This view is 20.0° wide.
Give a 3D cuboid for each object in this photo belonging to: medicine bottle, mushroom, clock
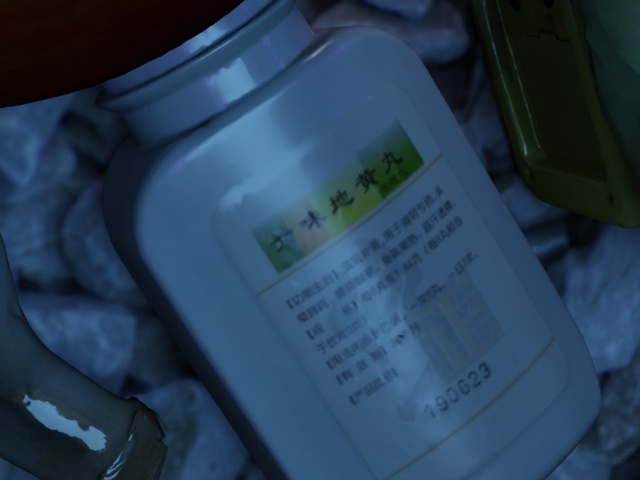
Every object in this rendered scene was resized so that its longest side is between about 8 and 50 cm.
[{"bbox_3d":[0.000,0.000,0.938,0.179,0.124,0.324,-36,108,-13],"label":"medicine bottle"},{"bbox_3d":[-0.161,0.056,0.908,0.092,0.081,0.223,-32,109,6],"label":"mushroom"},{"bbox_3d":[0.149,-0.118,0.965,0.096,0.143,0.202,-23,107,-13],"label":"clock"}]

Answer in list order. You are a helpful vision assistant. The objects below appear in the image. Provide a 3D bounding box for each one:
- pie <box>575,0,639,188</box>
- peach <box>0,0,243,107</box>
[{"bbox_3d":[0.260,-0.114,0.904,0.371,0.078,0.296,7,92,-36],"label":"pie"},{"bbox_3d":[-0.169,-0.224,0.733,0.388,0.388,0.388,-2,96,-20],"label":"peach"}]
